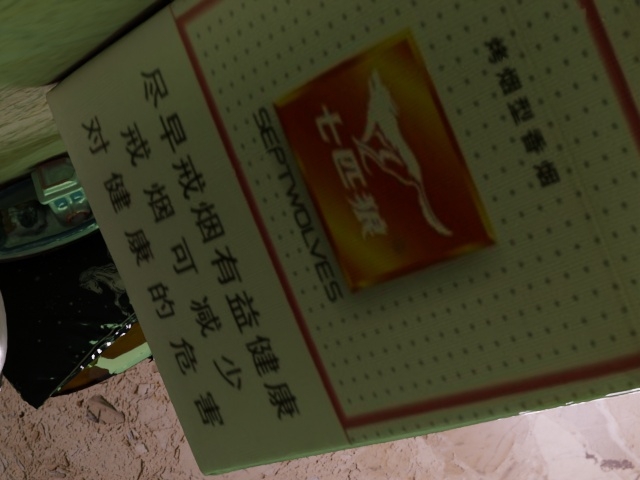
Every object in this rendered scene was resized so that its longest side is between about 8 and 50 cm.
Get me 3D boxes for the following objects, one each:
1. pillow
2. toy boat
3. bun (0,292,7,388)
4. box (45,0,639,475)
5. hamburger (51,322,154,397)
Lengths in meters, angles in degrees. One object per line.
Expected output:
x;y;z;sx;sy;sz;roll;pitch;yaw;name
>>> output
-0.168;0.019;0.964;0.208;0.141;0.055;-42;144;-19;pillow
-0.187;-0.029;0.923;0.140;0.059;0.066;-20;154;-3;toy boat
-0.226;0.029;0.568;0.173;0.120;0.173;-3;-160;1;bun
0.031;-0.028;0.541;0.095;0.210;0.330;-23;-179;-39;box
-0.191;0.030;1.107;0.243;0.138;0.262;-32;-165;-19;hamburger
